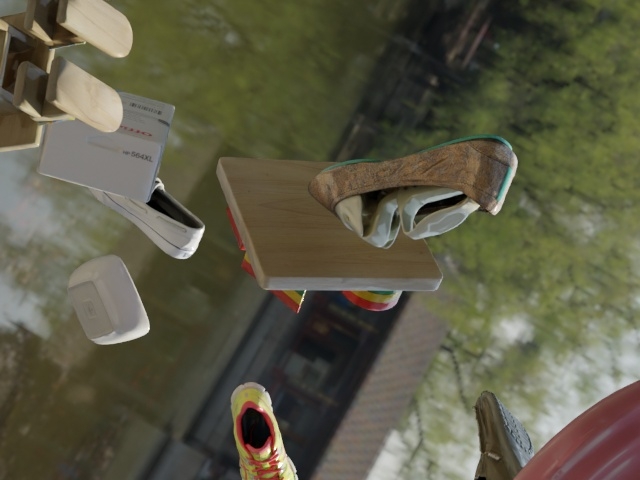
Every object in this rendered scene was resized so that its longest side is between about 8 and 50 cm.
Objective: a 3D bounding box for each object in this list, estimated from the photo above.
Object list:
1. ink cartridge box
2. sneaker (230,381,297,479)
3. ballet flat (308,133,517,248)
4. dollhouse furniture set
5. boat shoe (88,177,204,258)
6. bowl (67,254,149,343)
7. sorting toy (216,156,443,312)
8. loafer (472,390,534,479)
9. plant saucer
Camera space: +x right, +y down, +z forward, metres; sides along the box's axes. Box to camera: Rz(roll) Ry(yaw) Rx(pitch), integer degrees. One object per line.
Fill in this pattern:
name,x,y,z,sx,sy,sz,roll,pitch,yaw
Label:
ink cartridge box,-0.277,-0.134,1.595,0.203,0.148,0.086,-95,-159,-70
sneaker,-0.089,0.319,1.815,0.081,0.209,0.094,-19,-176,-3
ballet flat,0.095,-0.049,1.477,0.316,0.107,0.106,-13,-120,47
dollhouse furniture set,-0.270,-0.195,1.185,0.161,0.212,0.242,30,61,-56
boat shoe,-0.313,-0.078,2.198,0.084,0.258,0.095,-55,176,34
bowl,-0.343,0.099,1.928,0.053,0.142,0.142,-25,-175,-41
sorting toy,0.000,0.000,1.689,0.255,0.257,0.089,-114,-146,-46
loafer,0.239,0.301,1.653,0.087,0.094,0.251,-35,-153,15
plant saucer,0.285,0.274,1.148,0.332,0.084,0.332,-22,135,-24
